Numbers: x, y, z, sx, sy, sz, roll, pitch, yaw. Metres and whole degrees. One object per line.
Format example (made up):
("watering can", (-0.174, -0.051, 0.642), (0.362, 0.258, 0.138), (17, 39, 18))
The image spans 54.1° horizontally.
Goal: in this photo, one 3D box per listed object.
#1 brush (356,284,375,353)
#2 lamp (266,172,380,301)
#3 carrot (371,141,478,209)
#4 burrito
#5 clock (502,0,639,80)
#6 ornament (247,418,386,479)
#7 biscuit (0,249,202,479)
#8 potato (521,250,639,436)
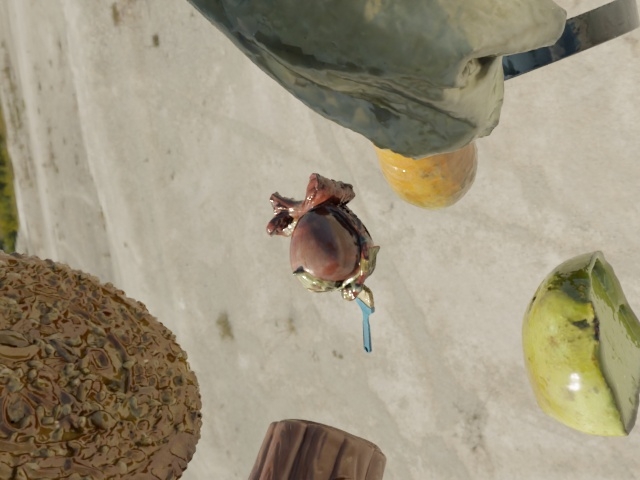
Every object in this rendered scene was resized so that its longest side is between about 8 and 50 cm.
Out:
("brush", (0.088, 0.154, 1.202), (0.051, 0.014, 0.164), (41, 144, 47))
("lamp", (0.009, 0.004, 1.101), (0.215, 0.151, 0.223), (-25, 58, 43))
("carrot", (0.231, -0.210, 1.418), (0.224, 0.341, 0.224), (-10, 66, 22))
("burrito", (-0.002, -0.185, 0.474), (0.332, 0.135, 0.190), (41, 139, 6))
("clock", (0.439, -0.377, 1.197), (0.319, 0.319, 0.066), (-6, 108, 60))
("ornament", (-0.018, 0.368, 0.837), (0.221, 0.235, 0.217), (131, 161, -61))
("biscuit", (-0.234, 0.104, 0.506), (0.038, 0.305, 0.305), (-57, 48, 24))
("potato", (0.468, 0.179, 1.195), (0.213, 0.330, 0.279), (-17, 101, 36))
